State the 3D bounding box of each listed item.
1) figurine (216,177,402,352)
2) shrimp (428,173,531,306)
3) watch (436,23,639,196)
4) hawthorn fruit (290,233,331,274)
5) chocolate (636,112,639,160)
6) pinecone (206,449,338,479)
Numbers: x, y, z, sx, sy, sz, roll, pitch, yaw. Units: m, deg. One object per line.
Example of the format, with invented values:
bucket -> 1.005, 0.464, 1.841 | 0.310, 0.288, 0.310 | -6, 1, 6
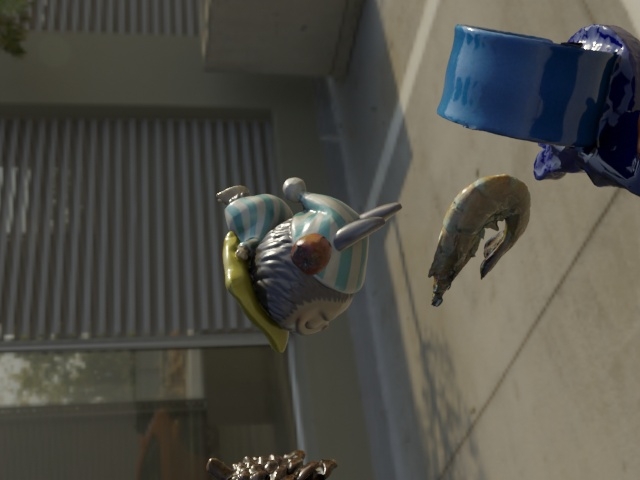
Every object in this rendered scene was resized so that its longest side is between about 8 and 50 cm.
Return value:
figurine -> 0.000, 0.000, 1.920 | 0.266, 0.378, 0.361 | 52, -162, -54
shrimp -> 0.243, -0.003, 1.406 | 0.059, 0.145, 0.254 | -117, 28, -44
watch -> 0.225, -0.146, 0.927 | 0.196, 0.200, 0.171 | -155, 73, -68
hawthorn fruit -> -0.013, 0.022, 1.621 | 0.077, 0.077, 0.077 | 179, 90, -79
chocolate -> 0.362, -0.068, 0.620 | 0.186, 0.284, 0.283 | -43, -47, -81
pinecone -> -0.047, 0.408, 1.193 | 0.309, 0.244, 0.244 | 64, 167, 4
